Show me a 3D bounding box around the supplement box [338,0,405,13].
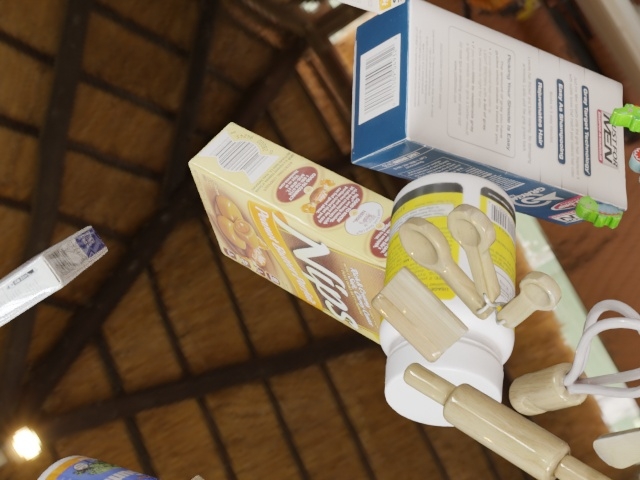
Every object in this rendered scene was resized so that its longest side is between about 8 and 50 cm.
[{"bbox_3d":[0.027,-0.244,0.956,0.098,0.036,0.062,27,134,36],"label":"supplement box"}]

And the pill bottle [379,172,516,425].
[{"bbox_3d":[0.115,0.052,0.977,0.119,0.119,0.208,45,-140,-38],"label":"pill bottle"}]

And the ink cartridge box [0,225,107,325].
[{"bbox_3d":[-0.368,0.072,1.252,0.045,0.224,0.223,55,-174,-7],"label":"ink cartridge box"}]

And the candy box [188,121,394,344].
[{"bbox_3d":[0.000,0.000,1.297,0.316,0.087,0.183,29,153,30],"label":"candy box"}]

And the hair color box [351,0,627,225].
[{"bbox_3d":[0.203,-0.140,1.270,0.347,0.105,0.173,14,-109,-33],"label":"hair color box"}]

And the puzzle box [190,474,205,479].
[{"bbox_3d":[-0.117,0.605,1.744,0.409,0.272,0.052,39,-155,12],"label":"puzzle box"}]

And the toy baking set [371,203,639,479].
[{"bbox_3d":[0.127,0.080,0.645,0.256,0.030,0.196,32,149,27],"label":"toy baking set"}]

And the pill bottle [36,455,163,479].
[{"bbox_3d":[-0.207,0.355,1.275,0.152,0.272,0.152,-23,-63,-56],"label":"pill bottle"}]

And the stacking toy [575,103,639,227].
[{"bbox_3d":[0.396,-0.081,1.160,0.167,0.221,0.052,97,173,-50],"label":"stacking toy"}]
